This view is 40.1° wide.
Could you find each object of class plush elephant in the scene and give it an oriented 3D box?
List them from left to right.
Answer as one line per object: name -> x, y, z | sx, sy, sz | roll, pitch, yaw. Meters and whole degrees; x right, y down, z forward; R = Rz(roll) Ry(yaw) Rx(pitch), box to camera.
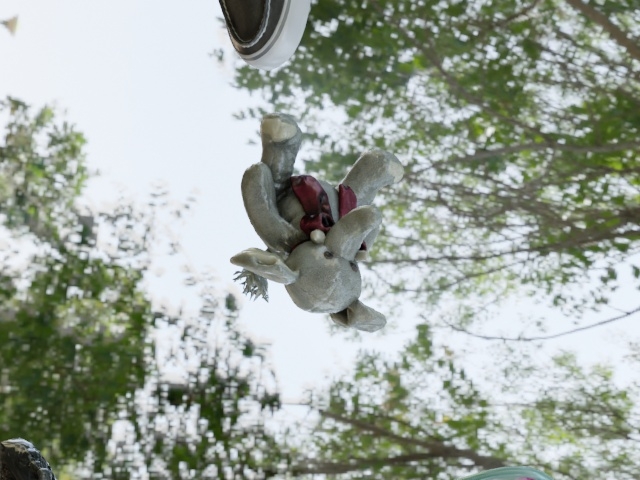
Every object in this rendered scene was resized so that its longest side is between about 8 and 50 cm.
plush elephant -> 0.000, 0.000, 1.349 | 0.330, 0.271, 0.255 | -59, -146, 10

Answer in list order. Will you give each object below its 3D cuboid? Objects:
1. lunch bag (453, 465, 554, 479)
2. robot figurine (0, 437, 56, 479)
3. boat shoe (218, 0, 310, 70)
lunch bag -> 0.102, 0.307, 0.733 | 0.108, 0.279, 0.224 | -90, 159, -66
robot figurine -> -0.121, 0.230, 0.512 | 0.290, 0.085, 0.211 | 9, -56, 39
boat shoe -> -0.061, -0.237, 0.642 | 0.080, 0.076, 0.229 | -15, -108, 41
